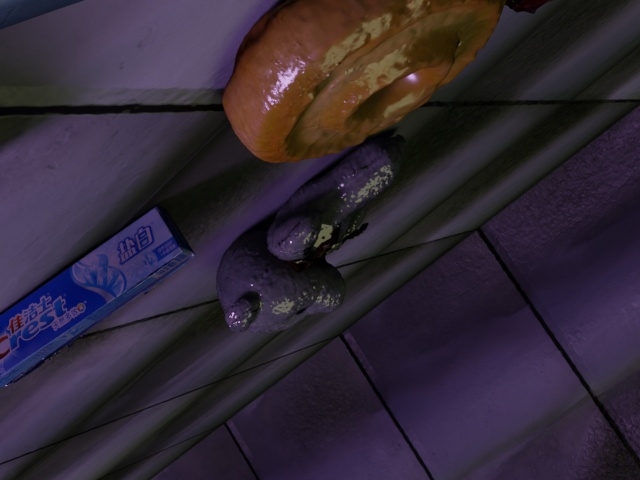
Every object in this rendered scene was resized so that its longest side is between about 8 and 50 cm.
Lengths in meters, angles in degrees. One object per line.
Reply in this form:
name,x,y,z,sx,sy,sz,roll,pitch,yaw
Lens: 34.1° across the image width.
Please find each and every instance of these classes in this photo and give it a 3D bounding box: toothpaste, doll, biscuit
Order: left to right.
toothpaste,-0.268,0.065,1.145,0.272,0.066,0.053,-34,168,5
doll,0.003,0.007,1.379,0.340,0.158,0.246,-38,179,11
biscuit,0.048,-0.170,0.963,0.296,0.102,0.296,-33,169,-7

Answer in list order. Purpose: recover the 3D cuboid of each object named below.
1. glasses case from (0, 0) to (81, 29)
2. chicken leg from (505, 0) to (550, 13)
glasses case,-0.200,-0.135,0.577,0.266,0.056,0.105,-27,165,-24
chicken leg,0.308,-0.350,0.936,0.407,0.096,0.158,-43,168,30
